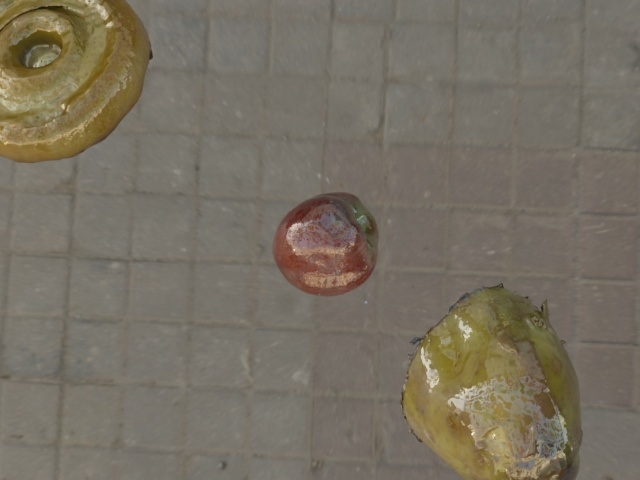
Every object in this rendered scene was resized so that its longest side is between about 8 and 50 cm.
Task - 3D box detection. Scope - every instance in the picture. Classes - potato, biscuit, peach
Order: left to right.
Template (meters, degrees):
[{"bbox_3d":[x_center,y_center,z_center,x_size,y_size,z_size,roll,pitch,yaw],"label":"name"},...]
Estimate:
[{"bbox_3d":[-0.386,-0.247,1.452,0.296,0.102,0.296,-6,61,12],"label":"biscuit"},{"bbox_3d":[0.000,0.000,1.423,0.152,0.152,0.152,0,87,3],"label":"peach"},{"bbox_3d":[0.294,0.259,1.579,0.301,0.237,0.289,-37,123,-2],"label":"potato"}]
